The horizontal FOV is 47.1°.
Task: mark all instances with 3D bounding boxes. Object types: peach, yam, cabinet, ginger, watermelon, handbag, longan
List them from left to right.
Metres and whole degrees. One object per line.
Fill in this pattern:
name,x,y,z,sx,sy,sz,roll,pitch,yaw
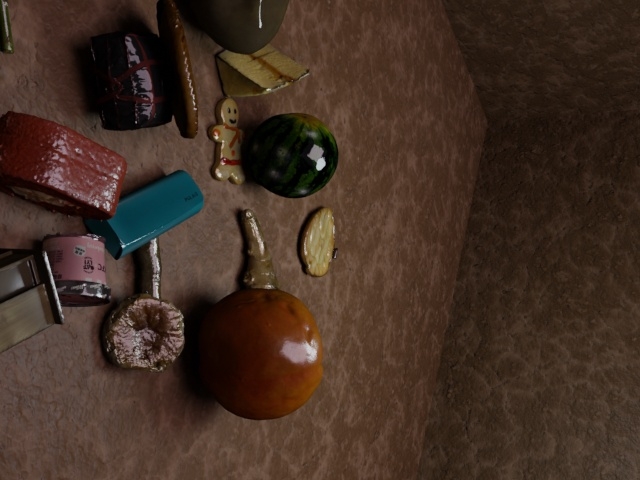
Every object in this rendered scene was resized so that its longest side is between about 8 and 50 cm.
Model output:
cabinet,-0.584,0.110,1.239,0.175,0.215,0.148,-35,120,-55
handbag,-0.411,-0.346,1.599,0.169,0.155,0.215,-44,130,-66
yam,-0.401,0.113,1.723,0.061,0.061,0.252,-9,98,-60
longan,-0.213,-0.650,1.861,0.288,0.289,0.349,-42,136,-53
ginger,-0.185,0.055,2.095,0.131,0.086,0.294,-20,99,-50
peach,-0.164,0.294,1.885,0.302,0.343,0.342,-7,98,-19
watermelon,-0.077,-0.244,2.097,0.269,0.269,0.268,0,90,-61

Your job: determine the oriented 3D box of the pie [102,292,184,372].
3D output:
pie,-0.397,0.209,1.671,0.195,0.046,0.195,-3,96,-34

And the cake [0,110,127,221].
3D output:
cake,-0.504,-0.139,1.423,0.283,0.177,0.150,36,59,-54

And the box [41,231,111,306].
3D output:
box,-0.497,0.058,1.474,0.151,0.151,0.135,25,59,-58

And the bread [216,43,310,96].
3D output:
bread,-0.150,-0.490,2.050,0.240,0.178,0.135,-41,126,-51

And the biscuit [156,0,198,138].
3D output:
biscuit,-0.325,-0.388,1.669,0.318,0.040,0.317,169,-90,-76

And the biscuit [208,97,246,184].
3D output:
biscuit,-0.253,-0.275,2.018,0.153,0.030,0.234,3,88,-62

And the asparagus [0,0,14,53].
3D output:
asparagus,-0.610,-0.481,1.391,0.025,0.025,0.248,-8,100,-17

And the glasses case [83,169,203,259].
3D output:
glasses case,-0.390,-0.069,1.687,0.117,0.070,0.301,51,35,-1

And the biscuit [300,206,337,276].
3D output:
biscuit,-0.004,0.001,2.452,0.203,0.041,0.259,50,47,-44
